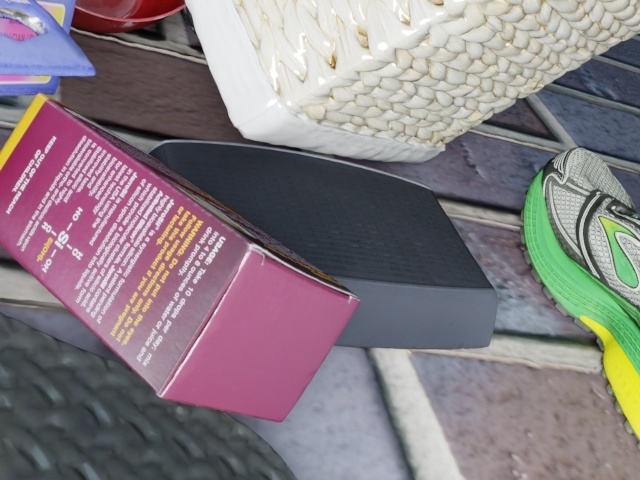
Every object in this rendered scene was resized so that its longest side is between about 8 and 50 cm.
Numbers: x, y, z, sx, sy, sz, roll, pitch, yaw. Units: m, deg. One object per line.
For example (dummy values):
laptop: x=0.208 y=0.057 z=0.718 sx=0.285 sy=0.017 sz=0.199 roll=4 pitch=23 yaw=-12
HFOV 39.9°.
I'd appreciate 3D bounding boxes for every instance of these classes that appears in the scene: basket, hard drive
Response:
basket: x=0.059 y=-0.264 z=0.699 sx=0.331 sy=0.266 sz=0.328 roll=-4 pitch=69 yaw=-60
hard drive: x=0.000 y=0.000 z=0.637 sx=0.254 sy=0.054 sz=0.172 roll=8 pitch=37 yaw=-28

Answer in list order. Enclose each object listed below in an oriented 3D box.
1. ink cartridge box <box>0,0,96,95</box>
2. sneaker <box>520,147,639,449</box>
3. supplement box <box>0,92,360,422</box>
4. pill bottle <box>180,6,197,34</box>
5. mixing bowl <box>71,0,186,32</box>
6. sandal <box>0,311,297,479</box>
ink cartridge box: x=-0.302 y=-0.171 z=0.435 sx=0.395 sy=0.151 sz=0.270 roll=16 pitch=14 yaw=13
sneaker: x=0.282 y=0.026 z=0.721 sx=0.134 sy=0.146 sz=0.343 roll=10 pitch=35 yaw=-25
supplement box: x=-0.087 y=0.008 z=0.470 sx=0.188 sy=0.081 sz=0.104 roll=33 pitch=2 yaw=35
pill bottle: x=-0.092 y=-0.274 z=0.883 sx=0.122 sy=0.123 sz=0.219 roll=4 pitch=48 yaw=-32
mixing bowl: x=-0.195 y=-0.254 z=0.785 sx=0.181 sy=0.098 sz=0.181 roll=8 pitch=70 yaw=-24
sandal: x=-0.209 y=0.076 z=0.356 sx=0.445 sy=0.107 sz=0.167 roll=33 pitch=29 yaw=-15
